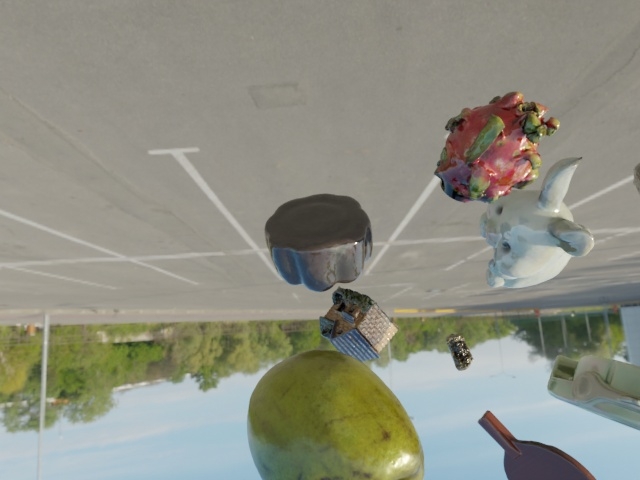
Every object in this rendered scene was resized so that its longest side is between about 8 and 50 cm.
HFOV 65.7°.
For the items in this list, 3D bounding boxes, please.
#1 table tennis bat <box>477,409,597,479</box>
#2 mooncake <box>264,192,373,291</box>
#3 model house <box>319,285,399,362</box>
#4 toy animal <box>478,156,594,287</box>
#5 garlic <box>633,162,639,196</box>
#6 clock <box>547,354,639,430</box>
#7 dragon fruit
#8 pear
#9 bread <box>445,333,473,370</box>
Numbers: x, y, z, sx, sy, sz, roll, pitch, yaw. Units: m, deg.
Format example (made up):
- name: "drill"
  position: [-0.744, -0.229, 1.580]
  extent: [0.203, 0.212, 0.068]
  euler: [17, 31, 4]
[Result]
- name: "table tennis bat"
  position: [0.623, 0.664, 1.416]
  extent: [0.051, 0.415, 0.268]
  euler: [-26, 151, -40]
- name: "mooncake"
  position: [0.000, 0.000, 1.309]
  extent: [0.307, 0.154, 0.306]
  euler: [-7, -147, 5]
- name: "model house"
  position: [0.080, 0.244, 1.377]
  extent: [0.166, 0.172, 0.183]
  euler: [46, 165, -31]
- name: "toy animal"
  position: [0.471, -0.021, 1.051]
  extent: [0.242, 0.196, 0.367]
  euler: [-11, 161, 12]
- name: "garlic"
  position: [0.796, -0.147, 1.182]
  extent: [0.087, 0.101, 0.195]
  euler: [1, -158, 19]
- name: "clock"
  position: [0.611, 0.308, 0.953]
  extent: [0.265, 0.108, 0.324]
  euler: [20, 171, 13]
- name: "dragon fruit"
  position: [0.273, -0.145, 0.781]
  extent: [0.160, 0.166, 0.172]
  euler: [15, 139, -3]
- name: "pear"
  position: [0.018, 0.310, 0.798]
  extent: [0.253, 0.252, 0.307]
  euler: [6, -165, -43]
- name: "bread"
  position: [0.425, 0.338, 1.514]
  extent: [0.060, 0.113, 0.082]
  euler: [-22, 170, 11]
